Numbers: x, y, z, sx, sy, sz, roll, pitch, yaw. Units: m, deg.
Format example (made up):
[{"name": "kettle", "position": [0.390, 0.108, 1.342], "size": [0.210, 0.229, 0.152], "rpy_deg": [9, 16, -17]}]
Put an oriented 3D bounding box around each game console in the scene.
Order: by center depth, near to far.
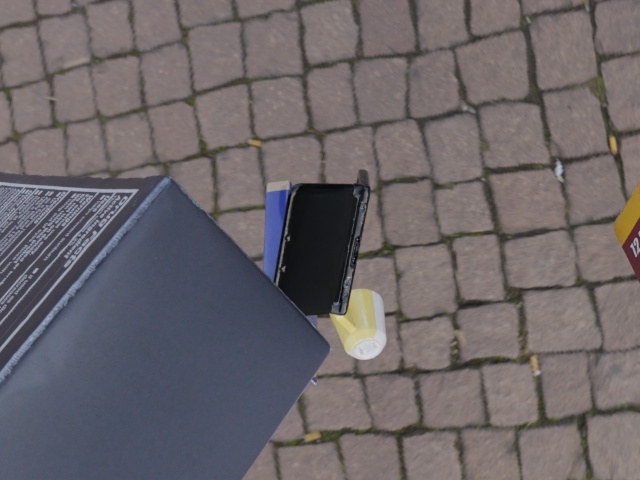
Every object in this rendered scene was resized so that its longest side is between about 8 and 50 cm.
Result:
[{"name": "game console", "position": [0.000, 0.000, 0.866], "size": [0.071, 0.107, 0.122], "rpy_deg": [10, 108, -2]}]

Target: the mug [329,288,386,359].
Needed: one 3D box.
[{"name": "mug", "position": [0.039, 0.096, 1.082], "size": [0.064, 0.078, 0.062], "rpy_deg": [-103, 32, -46]}]

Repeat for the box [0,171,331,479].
[{"name": "box", "position": [-0.202, 0.118, 0.658], "size": [0.294, 0.183, 0.296], "rpy_deg": [6, 54, 54]}]

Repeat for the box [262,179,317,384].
[{"name": "box", "position": [-0.035, 0.055, 1.209], "size": [0.036, 0.136, 0.225], "rpy_deg": [-7, 65, 14]}]

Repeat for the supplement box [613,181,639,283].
[{"name": "supplement box", "position": [0.320, 0.018, 0.593], "size": [0.194, 0.129, 0.191], "rpy_deg": [-1, 50, -14]}]
